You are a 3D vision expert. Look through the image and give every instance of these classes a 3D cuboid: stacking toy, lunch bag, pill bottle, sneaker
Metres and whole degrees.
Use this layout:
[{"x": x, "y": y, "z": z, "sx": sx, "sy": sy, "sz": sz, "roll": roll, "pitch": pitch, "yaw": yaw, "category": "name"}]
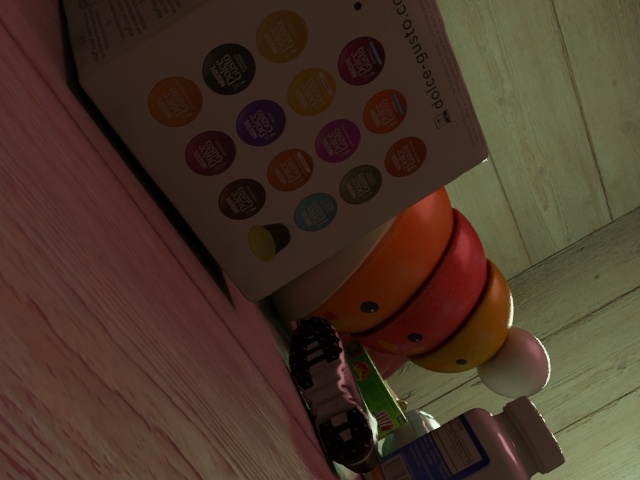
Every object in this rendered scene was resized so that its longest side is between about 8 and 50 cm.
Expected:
[{"x": 0.194, "y": 0.096, "z": 1.248, "sx": 0.480, "sy": 0.350, "sz": 0.350, "roll": 37, "pitch": 6, "yaw": -11, "category": "stacking toy"}, {"x": 0.237, "y": 0.490, "z": 1.584, "sx": 0.262, "sy": 0.160, "sz": 0.223, "roll": 68, "pitch": -4, "yaw": -50, "category": "lunch bag"}, {"x": 0.214, "y": 0.345, "z": 1.147, "sx": 0.152, "sy": 0.272, "sz": 0.152, "roll": 61, "pitch": 1, "yaw": -2, "category": "pill bottle"}, {"x": 0.020, "y": 0.209, "z": 1.020, "sx": 0.106, "sy": 0.078, "sz": 0.234, "roll": 64, "pitch": 2, "yaw": -47, "category": "sneaker"}]

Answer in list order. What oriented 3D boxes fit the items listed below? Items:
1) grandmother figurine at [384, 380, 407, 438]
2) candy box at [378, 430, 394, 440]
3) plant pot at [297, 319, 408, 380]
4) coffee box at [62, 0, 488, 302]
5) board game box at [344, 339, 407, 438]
[{"x": 0.121, "y": 0.339, "z": 2.004, "sx": 0.342, "sy": 0.104, "sz": 0.208, "roll": -123, "pitch": -150, "yaw": -54, "category": "grandmother figurine"}, {"x": 0.079, "y": 0.313, "z": 1.601, "sx": 0.109, "sy": 0.053, "sz": 0.187, "roll": 59, "pitch": 0, "yaw": -41, "category": "candy box"}, {"x": 0.081, "y": 0.192, "z": 1.452, "sx": 0.201, "sy": 0.180, "sz": 0.201, "roll": 61, "pitch": 1, "yaw": -1, "category": "plant pot"}, {"x": -0.064, "y": -0.205, "z": 0.902, "sx": 0.337, "sy": 0.334, "sz": 0.338, "roll": 58, "pitch": 0, "yaw": -40, "category": "coffee box"}, {"x": 0.067, "y": 0.261, "z": 1.310, "sx": 0.181, "sy": 0.092, "sz": 0.043, "roll": 60, "pitch": 0, "yaw": -29, "category": "board game box"}]
